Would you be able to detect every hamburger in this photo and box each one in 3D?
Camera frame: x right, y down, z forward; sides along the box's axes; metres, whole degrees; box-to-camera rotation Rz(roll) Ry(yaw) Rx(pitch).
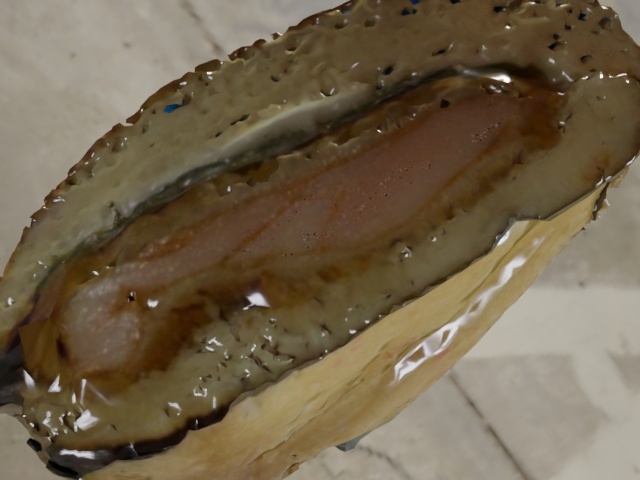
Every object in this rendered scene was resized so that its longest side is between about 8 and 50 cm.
[{"bbox_3d":[-0.003,0.005,0.406,0.176,0.102,0.087,-35,69,-10],"label":"hamburger"}]
